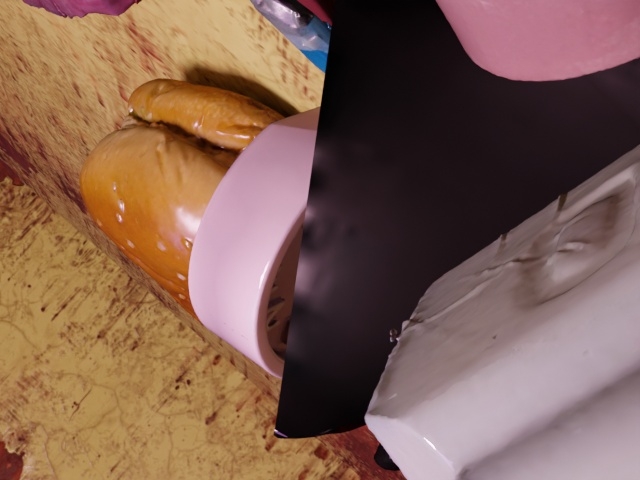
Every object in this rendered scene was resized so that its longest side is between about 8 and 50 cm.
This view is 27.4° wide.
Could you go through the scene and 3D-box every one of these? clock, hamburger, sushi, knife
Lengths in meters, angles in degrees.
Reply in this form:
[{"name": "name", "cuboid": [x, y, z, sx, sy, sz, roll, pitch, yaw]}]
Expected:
[{"name": "clock", "cuboid": [0.000, 0.000, 0.935, 0.068, 0.197, 0.197, 33, 164, 30]}, {"name": "hamburger", "cuboid": [-0.070, -0.009, 1.176, 0.290, 0.170, 0.314, 43, 167, -32]}, {"name": "sushi", "cuboid": [0.124, 0.017, 0.645, 0.227, 0.215, 0.212, 4, 167, 16]}, {"name": "knife", "cuboid": [0.053, -0.079, 0.842, 0.296, 0.026, 0.044, 38, 166, -33]}]

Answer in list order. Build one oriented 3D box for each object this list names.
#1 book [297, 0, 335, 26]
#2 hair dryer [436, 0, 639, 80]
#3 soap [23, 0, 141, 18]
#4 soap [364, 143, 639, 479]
[{"name": "book", "cuboid": [0.055, -0.126, 0.762, 0.232, 0.022, 0.162, 28, 165, 44]}, {"name": "hair dryer", "cuboid": [0.001, -0.203, 0.510, 0.210, 0.125, 0.352, 52, 170, -33]}, {"name": "soap", "cuboid": [-0.194, -0.250, 0.886, 0.289, 0.112, 0.182, 26, 160, 49]}, {"name": "soap", "cuboid": [0.160, -0.005, 0.394, 0.095, 0.289, 0.173, 53, -158, -6]}]
